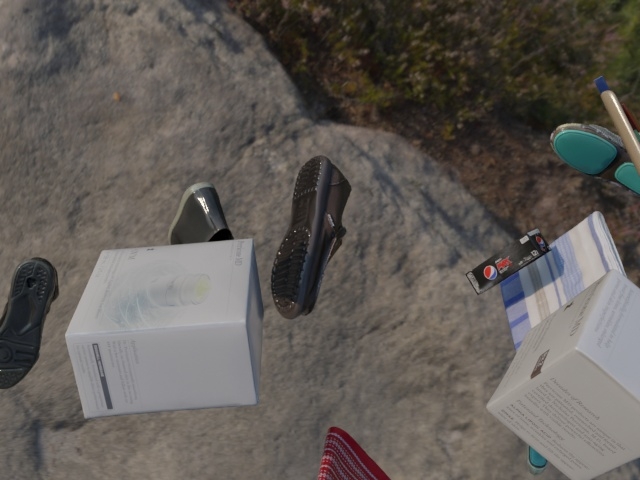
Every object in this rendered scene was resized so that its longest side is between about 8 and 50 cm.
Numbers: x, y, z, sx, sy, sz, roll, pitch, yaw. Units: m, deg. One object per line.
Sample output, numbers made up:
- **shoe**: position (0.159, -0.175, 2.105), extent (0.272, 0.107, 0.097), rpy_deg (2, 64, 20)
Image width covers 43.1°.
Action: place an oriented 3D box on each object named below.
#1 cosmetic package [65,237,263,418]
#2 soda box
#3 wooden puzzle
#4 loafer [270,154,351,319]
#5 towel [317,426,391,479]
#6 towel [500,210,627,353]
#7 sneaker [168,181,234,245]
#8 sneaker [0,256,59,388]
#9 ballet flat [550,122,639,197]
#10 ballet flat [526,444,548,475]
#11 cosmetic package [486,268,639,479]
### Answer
- **cosmetic package**: position (-0.195, 0.111, 1.092), extent (0.225, 0.224, 0.138), rpy_deg (-4, 117, -1)
- **soda box**: position (0.378, 0.044, 1.638), extent (0.060, 0.169, 0.053), rpy_deg (-17, 73, -52)
- **wooden puzzle**: position (0.193, -0.053, 0.487), extent (0.078, 0.014, 0.116), rpy_deg (2, 63, -65)
- **loafer**: position (0.000, 0.000, 1.737), extent (0.130, 0.134, 0.366), rpy_deg (23, 72, -31)
- **towel**: position (0.074, 0.393, 1.201), extent (0.031, 0.275, 0.199), rpy_deg (-44, 94, 9)
- **towel**: position (0.481, 0.090, 1.636), extent (0.034, 0.285, 0.209), rpy_deg (23, 44, -29)
- **sneaker**: position (-0.226, 0.006, 1.516), extent (0.083, 0.222, 0.118), rpy_deg (-12, 57, -24)
- **sneaker**: position (-0.497, 0.134, 1.367), extent (0.087, 0.130, 0.227), rpy_deg (16, 94, -9)
- **ballet flat**: position (0.228, -0.067, 0.638), extent (0.114, 0.041, 0.041), rpy_deg (25, 68, -13)
- **ballet flat**: position (0.447, 0.405, 1.675), extent (0.057, 0.052, 0.168), rpy_deg (10, 51, 14)
- **cosmetic package**: position (0.328, 0.165, 0.965), extent (0.151, 0.183, 0.151), rpy_deg (39, 49, 3)
